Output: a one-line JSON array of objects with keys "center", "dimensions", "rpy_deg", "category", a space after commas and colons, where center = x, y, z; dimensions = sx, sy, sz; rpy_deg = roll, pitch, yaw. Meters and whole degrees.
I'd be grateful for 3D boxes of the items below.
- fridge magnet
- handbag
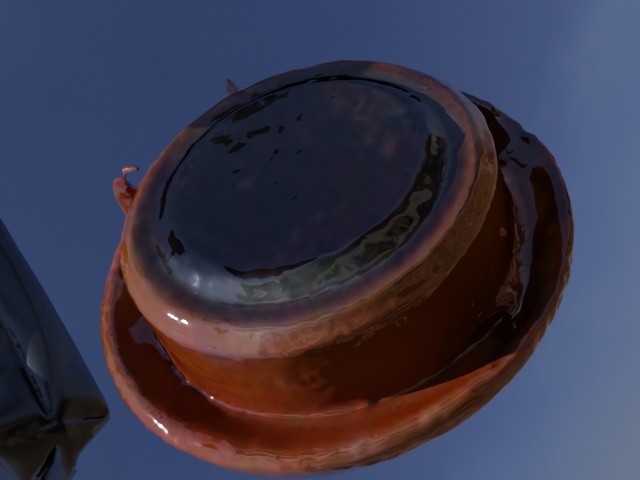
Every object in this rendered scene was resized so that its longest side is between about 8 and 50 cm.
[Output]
[{"center": [0.000, 0.000, 0.646], "dimensions": [0.364, 0.363, 0.155], "rpy_deg": [-51, -39, -25], "category": "fridge magnet"}, {"center": [-0.359, 0.158, 0.876], "dimensions": [0.152, 0.342, 0.288], "rpy_deg": [-8, -44, -39], "category": "handbag"}]
